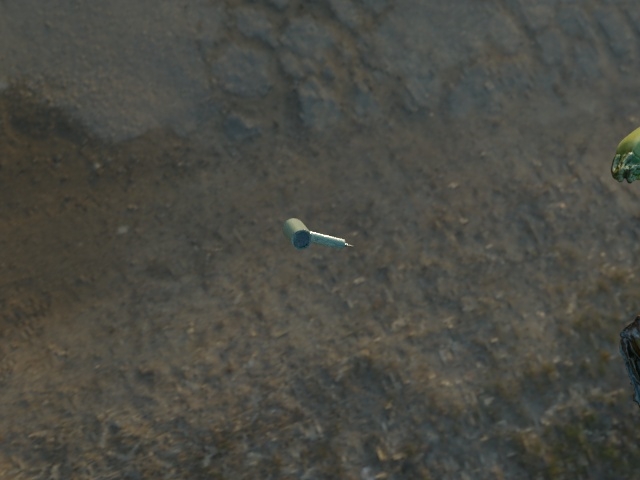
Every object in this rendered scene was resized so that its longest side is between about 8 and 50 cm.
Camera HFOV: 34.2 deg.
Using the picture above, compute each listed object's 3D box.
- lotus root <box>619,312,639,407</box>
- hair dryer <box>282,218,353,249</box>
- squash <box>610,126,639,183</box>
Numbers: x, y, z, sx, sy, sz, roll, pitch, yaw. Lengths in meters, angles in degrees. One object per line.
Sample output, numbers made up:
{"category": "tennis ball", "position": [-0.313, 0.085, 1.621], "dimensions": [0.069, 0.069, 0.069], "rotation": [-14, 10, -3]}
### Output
{"category": "lotus root", "position": [0.630, 0.261, 1.759], "dimensions": [0.329, 0.167, 0.078], "rotation": [57, 24, 5]}
{"category": "hair dryer", "position": [0.000, 0.000, 1.749], "dimensions": [0.124, 0.038, 0.063], "rotation": [15, 15, -22]}
{"category": "squash", "position": [0.433, -0.114, 1.300], "dimensions": [0.224, 0.094, 0.094], "rotation": [-22, 83, -34]}
